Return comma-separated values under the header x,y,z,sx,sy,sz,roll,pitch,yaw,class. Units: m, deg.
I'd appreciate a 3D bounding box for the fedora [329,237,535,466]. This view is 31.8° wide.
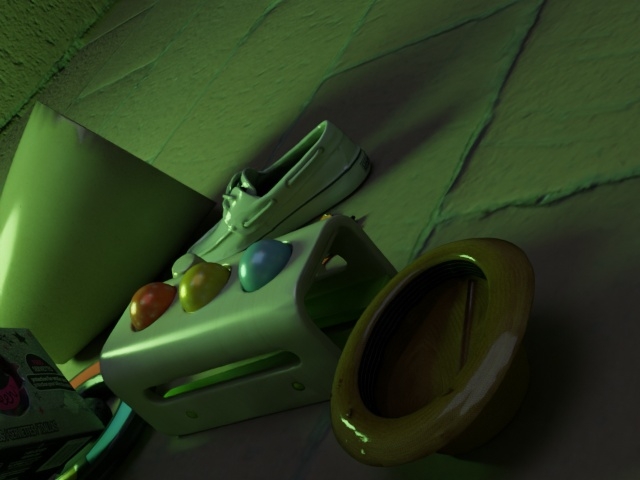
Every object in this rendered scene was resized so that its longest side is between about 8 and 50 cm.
x,y,z,sx,sy,sz,roll,pitch,yaw,class
0.094,0.089,0.808,0.194,0.079,0.194,-34,31,24,fedora

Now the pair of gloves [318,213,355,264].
x,y,z,sx,sy,sz,roll,pitch,yaw,class
0.000,0.000,1.188,0.074,0.010,0.083,-50,25,-16,pair of gloves

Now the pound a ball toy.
x,y,z,sx,sy,sz,roll,pitch,yaw,class
-0.078,0.052,1.068,0.319,0.136,0.208,-19,33,41,pound a ball toy

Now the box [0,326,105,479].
x,y,z,sx,sy,sz,roll,pitch,yaw,class
-0.337,0.174,1.019,0.163,0.142,0.247,-42,-11,6,box

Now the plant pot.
x,y,z,sx,sy,sz,roll,pitch,yaw,class
-0.307,0.007,1.414,0.274,0.256,0.256,-61,25,-1,plant pot

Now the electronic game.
x,y,z,sx,sy,sz,roll,pitch,yaw,class
-0.262,0.207,1.200,0.229,0.048,0.229,-35,25,19,electronic game

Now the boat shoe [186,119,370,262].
x,y,z,sx,sy,sz,roll,pitch,yaw,class
-0.067,-0.046,1.277,0.258,0.084,0.095,-36,25,14,boat shoe
